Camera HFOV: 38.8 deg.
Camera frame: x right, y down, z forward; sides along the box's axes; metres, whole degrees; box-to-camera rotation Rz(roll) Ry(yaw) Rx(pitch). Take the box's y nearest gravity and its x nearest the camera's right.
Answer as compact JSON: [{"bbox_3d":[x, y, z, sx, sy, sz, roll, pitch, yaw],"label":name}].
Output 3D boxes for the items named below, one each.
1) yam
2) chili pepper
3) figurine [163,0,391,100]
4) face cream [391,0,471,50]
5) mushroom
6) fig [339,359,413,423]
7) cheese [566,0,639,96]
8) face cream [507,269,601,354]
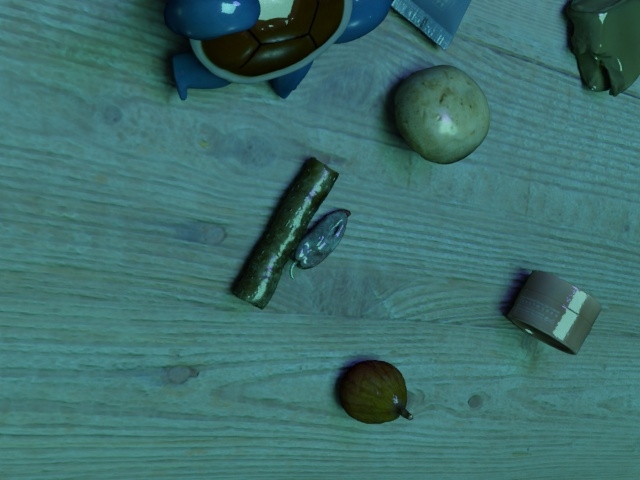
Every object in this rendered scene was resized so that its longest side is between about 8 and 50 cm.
[{"bbox_3d":[-0.051,-0.014,1.403,0.061,0.061,0.253,35,81,-36],"label":"yam"},{"bbox_3d":[0.001,0.000,1.454,0.153,0.041,0.050,-42,138,-19],"label":"chili pepper"},{"bbox_3d":[-0.089,-0.330,1.221,0.416,0.242,0.298,-27,109,-49],"label":"figurine"},{"bbox_3d":[0.255,-0.508,1.471,0.135,0.086,0.385,30,90,-33],"label":"face cream"},{"bbox_3d":[0.194,-0.206,1.485,0.166,0.127,0.166,8,75,-32],"label":"mushroom"},{"bbox_3d":[0.095,0.255,1.535,0.119,0.153,0.119,2,82,-12],"label":"fig"},{"bbox_3d":[0.546,-0.374,1.701,0.175,0.091,0.203,-27,116,-25],"label":"cheese"},{"bbox_3d":[0.445,0.137,1.732,0.149,0.149,0.104,34,83,-36],"label":"face cream"}]
